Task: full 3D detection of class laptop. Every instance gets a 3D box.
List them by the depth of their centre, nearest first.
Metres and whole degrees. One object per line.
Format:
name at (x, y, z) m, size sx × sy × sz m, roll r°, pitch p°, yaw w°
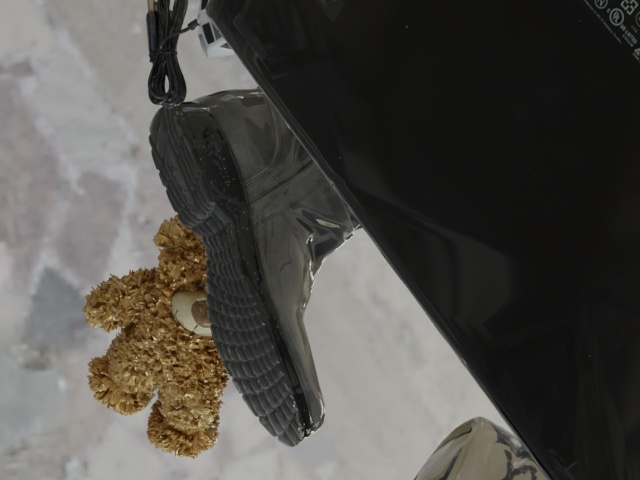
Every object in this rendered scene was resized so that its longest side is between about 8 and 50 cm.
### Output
laptop at (0.208, -0.129, 0.825) m, size 0.236 × 0.408 × 0.382 m, roll -14°, pitch 60°, yaw -43°

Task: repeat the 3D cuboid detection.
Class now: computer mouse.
computer mouse at (-0.070, -0.181, 1.417) m, size 0.042 × 0.193 × 0.106 m, roll 12°, pitch 70°, yaw -46°

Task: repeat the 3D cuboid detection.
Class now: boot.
boot at (0.000, 0.000, 1.589) m, size 0.222 × 0.118 × 0.338 m, roll -19°, pitch 94°, yaw -28°

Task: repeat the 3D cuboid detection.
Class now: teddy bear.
teddy bear at (-0.151, 0.117, 1.888) m, size 0.245 × 0.338 × 0.113 m, roll 53°, pitch 44°, yaw -2°

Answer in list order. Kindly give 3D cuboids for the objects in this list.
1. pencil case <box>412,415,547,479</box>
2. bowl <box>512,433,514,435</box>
pencil case at (0.245, 0.318, 1.572) m, size 0.410 × 0.160 × 0.183 m, roll 31°, pitch 81°, yaw -9°
bowl at (0.287, 0.408, 2.066) m, size 0.077 × 0.391 × 0.391 m, roll -22°, pitch 103°, yaw -26°
